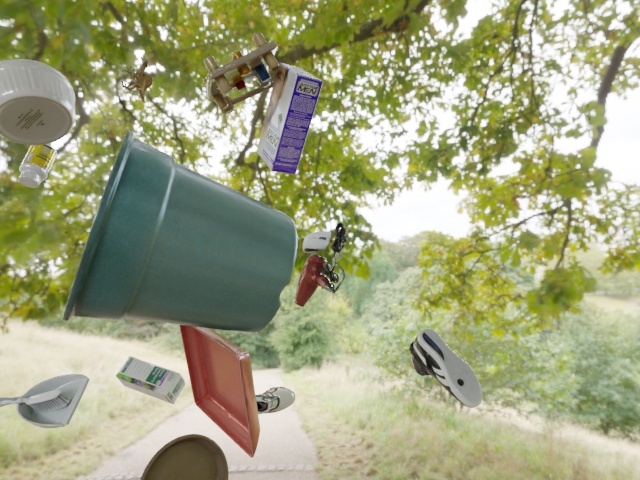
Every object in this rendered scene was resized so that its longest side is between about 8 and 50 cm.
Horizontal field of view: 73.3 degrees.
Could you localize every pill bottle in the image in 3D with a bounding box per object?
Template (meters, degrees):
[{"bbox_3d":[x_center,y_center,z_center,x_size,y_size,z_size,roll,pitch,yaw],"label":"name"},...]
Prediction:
[{"bbox_3d":[-1.193,-0.316,1.809,0.103,0.184,0.103,2,-31,1],"label":"pill bottle"}]

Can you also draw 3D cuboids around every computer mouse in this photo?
[{"bbox_3d":[0.000,0.000,1.395,0.193,0.106,0.042,-11,-36,44],"label":"computer mouse"}]

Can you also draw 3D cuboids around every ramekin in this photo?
[{"bbox_3d":[-0.917,-0.420,1.362,0.273,0.127,0.273,-24,-20,-10],"label":"ramekin"}]

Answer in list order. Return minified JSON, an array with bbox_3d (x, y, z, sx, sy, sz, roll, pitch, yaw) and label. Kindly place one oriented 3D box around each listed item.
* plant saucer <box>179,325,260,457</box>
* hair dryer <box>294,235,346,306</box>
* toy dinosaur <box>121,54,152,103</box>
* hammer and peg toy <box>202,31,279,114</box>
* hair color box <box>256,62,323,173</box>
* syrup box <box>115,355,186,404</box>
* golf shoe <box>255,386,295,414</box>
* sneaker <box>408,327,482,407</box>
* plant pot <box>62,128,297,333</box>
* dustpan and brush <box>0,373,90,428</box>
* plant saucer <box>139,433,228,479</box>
[{"bbox_3d":[-0.224,0.315,0.975,0.048,0.259,0.258,-20,25,-40],"label":"plant saucer"},{"bbox_3d":[-0.013,0.122,1.439,0.080,0.223,0.293,25,-50,-14],"label":"hair dryer"},{"bbox_3d":[-0.602,-0.515,1.420,0.093,0.053,0.183,-15,-33,-32],"label":"toy dinosaur"},{"bbox_3d":[-0.288,-0.585,1.536,0.266,0.127,0.361,-32,10,-12],"label":"hammer and peg toy"},{"bbox_3d":[-0.118,-0.430,1.524,0.110,0.339,0.185,4,30,-31],"label":"hair color box"},{"bbox_3d":[-0.656,0.542,1.670,0.237,0.093,0.096,13,-41,15],"label":"syrup box"},{"bbox_3d":[-0.217,0.665,1.743,0.273,0.105,0.120,3,-3,-28],"label":"golf shoe"},{"bbox_3d":[0.313,0.340,1.101,0.079,0.217,0.121,-17,-35,-26],"label":"sneaker"},{"bbox_3d":[-0.246,0.019,0.810,0.334,0.341,0.341,20,-14,-25],"label":"plant pot"},{"bbox_3d":[-0.698,0.391,1.044,0.211,0.060,0.147,-12,33,4],"label":"dustpan and brush"},{"bbox_3d":[-0.397,0.709,1.244,0.278,0.278,0.041,-4,-8,-44],"label":"plant saucer"}]
